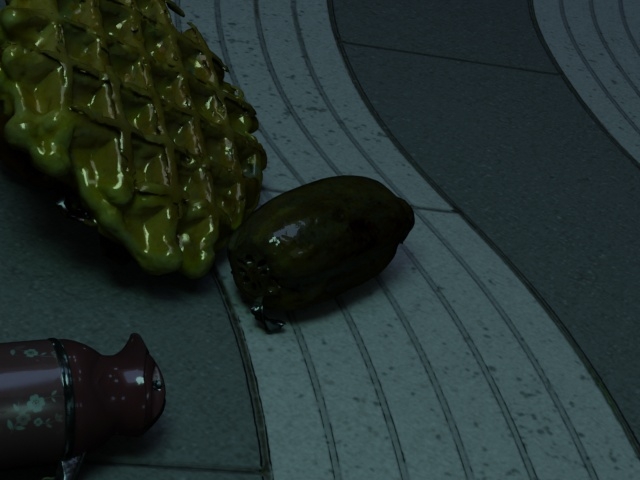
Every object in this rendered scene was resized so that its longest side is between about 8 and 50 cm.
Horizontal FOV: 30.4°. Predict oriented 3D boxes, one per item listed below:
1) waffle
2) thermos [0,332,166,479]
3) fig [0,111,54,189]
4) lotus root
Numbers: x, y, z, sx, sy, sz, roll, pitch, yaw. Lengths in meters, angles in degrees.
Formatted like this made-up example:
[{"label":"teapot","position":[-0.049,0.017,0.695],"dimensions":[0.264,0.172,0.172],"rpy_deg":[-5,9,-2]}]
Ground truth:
[{"label":"waffle","position":[-0.202,-0.150,1.310],"dimensions":[0.380,0.095,0.382],"rpy_deg":[49,30,-16]},{"label":"thermos","position":[-0.283,0.149,0.973],"dimensions":[0.330,0.110,0.136],"rpy_deg":[-3,36,-27]},{"label":"fig","position":[-0.323,-0.155,1.427],"dimensions":[0.159,0.159,0.257],"rpy_deg":[3,17,-18]},{"label":"lotus root","position":[0.000,0.000,1.304],"dimensions":[0.241,0.124,0.123],"rpy_deg":[-23,58,-43]}]
